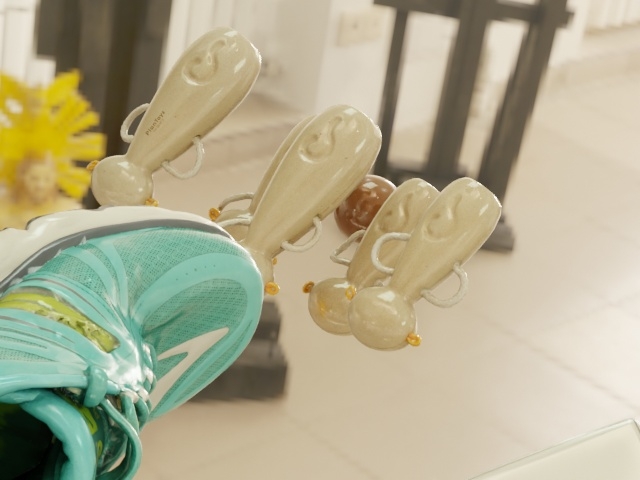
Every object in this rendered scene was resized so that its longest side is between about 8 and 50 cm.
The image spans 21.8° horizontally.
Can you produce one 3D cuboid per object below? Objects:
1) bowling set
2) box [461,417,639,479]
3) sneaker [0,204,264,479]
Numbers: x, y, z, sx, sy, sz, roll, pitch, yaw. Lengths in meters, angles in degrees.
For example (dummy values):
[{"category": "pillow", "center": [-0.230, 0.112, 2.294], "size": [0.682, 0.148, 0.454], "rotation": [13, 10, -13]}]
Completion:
[{"category": "bowling set", "center": [0.000, 0.000, 1.167], "size": [0.287, 0.154, 0.200], "rotation": [34, -8, 29]}, {"category": "box", "center": [0.174, 0.247, 1.167], "size": [0.148, 0.311, 0.121], "rotation": [-20, 65, -4]}, {"category": "sneaker", "center": [-0.104, 0.064, 0.602], "size": [0.110, 0.107, 0.275], "rotation": [15, 25, 32]}]
